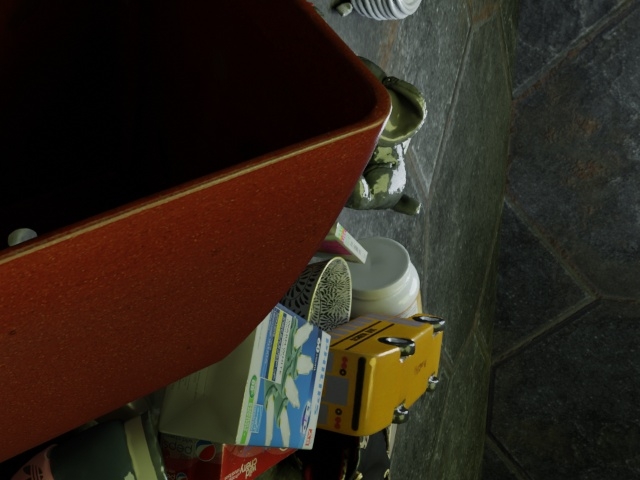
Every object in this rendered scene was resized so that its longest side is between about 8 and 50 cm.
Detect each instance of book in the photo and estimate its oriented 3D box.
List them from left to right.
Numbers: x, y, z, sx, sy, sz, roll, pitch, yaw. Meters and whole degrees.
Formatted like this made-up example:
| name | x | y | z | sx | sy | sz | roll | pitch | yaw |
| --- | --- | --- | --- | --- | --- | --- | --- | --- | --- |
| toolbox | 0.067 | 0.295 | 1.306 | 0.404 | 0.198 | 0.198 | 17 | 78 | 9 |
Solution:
| name | x | y | z | sx | sy | sz | roll | pitch | yaw |
| --- | --- | --- | --- | --- | --- | --- | --- | --- | --- |
| book | 0.000 | 0.000 | 1.161 | 0.144 | 0.096 | 0.035 | 43 | 58 | -66 |

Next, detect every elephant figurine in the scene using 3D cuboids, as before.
| name | x | y | z | sx | sy | sz | roll | pitch | yaw |
| --- | --- | --- | --- | --- | --- | --- | --- | --- | --- |
| elephant figurine | 0.057 | -0.167 | 1.121 | 0.186 | 0.169 | 0.240 | -6 | 111 | -65 |

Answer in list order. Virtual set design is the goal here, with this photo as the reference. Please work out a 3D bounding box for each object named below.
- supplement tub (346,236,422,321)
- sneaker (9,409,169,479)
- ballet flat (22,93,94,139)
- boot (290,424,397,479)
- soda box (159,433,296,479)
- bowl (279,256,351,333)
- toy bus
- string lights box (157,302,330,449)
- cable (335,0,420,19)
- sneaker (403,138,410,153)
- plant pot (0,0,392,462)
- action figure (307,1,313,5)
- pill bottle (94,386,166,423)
| name | x | y | z | sx | sy | sz | roll | pitch | yaw |
| --- | --- | --- | --- | --- | --- | --- | --- | --- | --- |
| supplement tub | 0.095 | 0.107 | 1.383 | 0.200 | 0.144 | 0.144 | 78 | 29 | -42 |
| sneaker | -0.204 | 0.266 | 0.768 | 0.319 | 0.131 | 0.112 | 97 | -27 | -45 |
| ballet flat | -0.155 | -0.127 | 0.718 | 0.342 | 0.116 | 0.124 | -44 | 158 | -58 |
| boot | 0.036 | 0.396 | 1.354 | 0.284 | 0.138 | 0.378 | 50 | 48 | -65 |
| soda box | -0.095 | 0.230 | 1.025 | 0.263 | 0.083 | 0.092 | -4 | 100 | -68 |
| bowl | -0.022 | 0.100 | 1.167 | 0.170 | 0.080 | 0.170 | 10 | 90 | -69 |
| toy bus | 0.080 | 0.172 | 1.162 | 0.332 | 0.130 | 0.108 | -11 | 107 | -69 |
| string lights box | -0.064 | 0.134 | 0.830 | 0.260 | 0.076 | 0.133 | 45 | 53 | -70 |
| cable | 0.103 | -0.462 | 1.252 | 0.257 | 0.089 | 0.257 | -32 | 128 | -63 |
| sneaker | 0.091 | -0.174 | 1.335 | 0.235 | 0.094 | 0.153 | 49 | 51 | -64 |
| plant pot | -0.160 | -0.031 | 0.450 | 0.267 | 0.267 | 0.236 | -23 | 150 | -24 |
| action figure | -0.027 | -0.344 | 1.052 | 0.038 | 0.030 | 0.115 | -56 | 146 | -39 |
| pill bottle | -0.159 | 0.103 | 0.802 | 0.160 | 0.087 | 0.087 | -61 | 151 | -42 |
